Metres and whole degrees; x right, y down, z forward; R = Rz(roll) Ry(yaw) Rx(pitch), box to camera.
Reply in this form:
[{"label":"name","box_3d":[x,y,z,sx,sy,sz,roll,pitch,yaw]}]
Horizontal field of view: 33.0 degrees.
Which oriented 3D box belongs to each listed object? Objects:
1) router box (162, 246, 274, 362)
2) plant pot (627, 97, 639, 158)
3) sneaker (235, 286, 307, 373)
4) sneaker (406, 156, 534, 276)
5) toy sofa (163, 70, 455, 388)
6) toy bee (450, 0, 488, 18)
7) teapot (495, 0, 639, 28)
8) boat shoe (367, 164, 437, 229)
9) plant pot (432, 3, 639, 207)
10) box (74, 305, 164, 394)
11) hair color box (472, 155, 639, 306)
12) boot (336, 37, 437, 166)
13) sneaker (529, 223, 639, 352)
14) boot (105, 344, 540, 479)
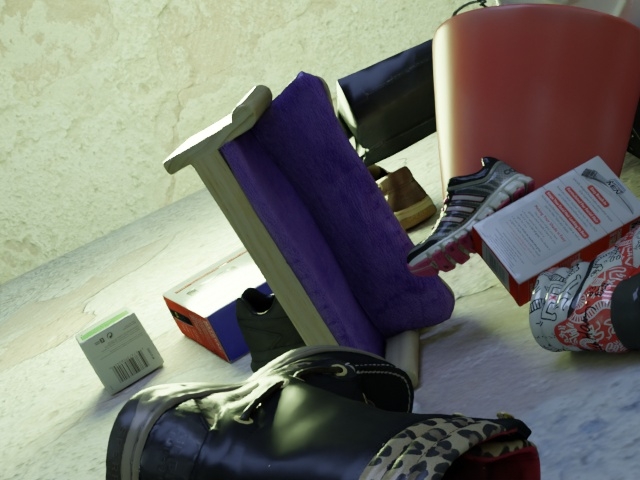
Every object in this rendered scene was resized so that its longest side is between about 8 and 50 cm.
[{"label":"router box","box_3d":[-0.065,0.055,1.740,0.335,0.082,0.301,-30,14,-15]},{"label":"plant pot","box_3d":[0.473,-0.209,1.489,0.167,0.188,0.187,-39,25,4]},{"label":"sneaker","box_3d":[0.012,0.083,1.383,0.286,0.130,0.109,-20,12,21]},{"label":"sneaker","box_3d":[0.158,-0.030,1.220,0.170,0.075,0.063,-42,-31,6]},{"label":"toy sofa","box_3d":[0.000,0.000,1.215,0.177,0.362,0.150,-29,12,14]},{"label":"toy bee","box_3d":[0.356,-0.251,1.594,0.298,0.195,0.162,-8,36,-3]},{"label":"teapot","box_3d":[0.372,-0.364,1.447,0.187,0.256,0.252,-20,-21,-44]},{"label":"boat shoe","box_3d":[0.085,-0.090,1.918,0.123,0.123,0.342,-30,14,-15]},{"label":"plant pot","box_3d":[0.261,-0.132,1.338,0.275,0.243,0.275,7,-8,1]},{"label":"box","box_3d":[-0.323,0.175,1.734,0.101,0.102,0.087,-31,12,-14]},{"label":"hair color box","box_3d":[0.260,-0.011,1.177,0.167,0.053,0.093,-29,57,-8]},{"label":"boot","box_3d":[0.247,-0.235,1.810,0.445,0.367,0.146,-32,58,-8]},{"label":"sneaker","box_3d":[0.313,0.024,1.111,0.145,0.090,0.270,-11,23,43]},{"label":"boot","box_3d":[0.047,0.177,0.902,0.284,0.138,0.377,6,1,36]}]
